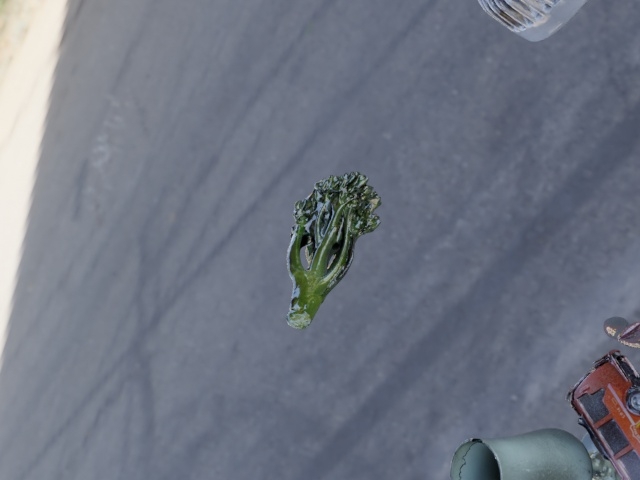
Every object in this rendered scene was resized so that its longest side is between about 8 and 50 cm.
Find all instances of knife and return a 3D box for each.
[{"bbox_3d":[0.331,0.099,1.483,0.035,0.018,0.247,-26,1,3],"label":"knife"}]

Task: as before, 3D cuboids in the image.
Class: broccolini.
[{"bbox_3d":[0.002,0.017,1.265,0.068,0.091,0.202,79,-158,-43],"label":"broccolini"}]

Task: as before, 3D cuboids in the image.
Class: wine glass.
[{"bbox_3d":[0.267,0.275,1.659,0.103,0.231,0.103,-6,82,52],"label":"wine glass"}]

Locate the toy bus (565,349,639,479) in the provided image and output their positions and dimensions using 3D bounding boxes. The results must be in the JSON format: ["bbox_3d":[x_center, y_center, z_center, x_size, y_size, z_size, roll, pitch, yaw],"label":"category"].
[{"bbox_3d":[0.375,0.241,1.592,0.096,0.073,0.235,-38,74,17],"label":"toy bus"}]

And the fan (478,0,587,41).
[{"bbox_3d":[0.202,-0.264,1.026,0.244,0.074,0.130,-59,15,9],"label":"fan"}]
